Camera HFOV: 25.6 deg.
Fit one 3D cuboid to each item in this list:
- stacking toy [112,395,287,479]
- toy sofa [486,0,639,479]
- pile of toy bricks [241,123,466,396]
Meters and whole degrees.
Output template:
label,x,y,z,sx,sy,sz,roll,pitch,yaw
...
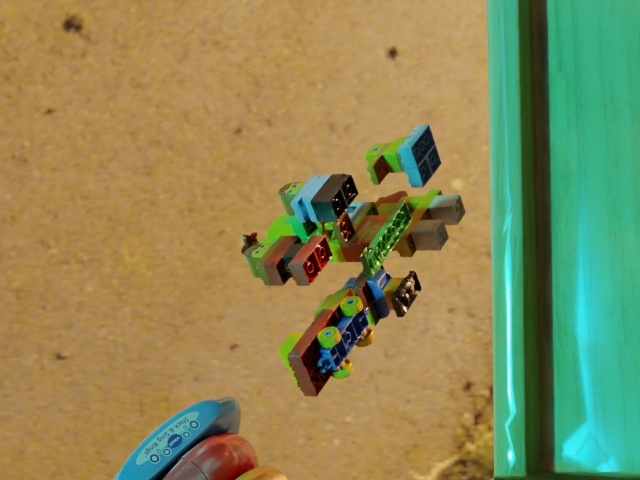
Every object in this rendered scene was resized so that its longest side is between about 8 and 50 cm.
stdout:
label,x,y,z,sx,sy,sz,roll,pitch,yaw
stacking toy,-0.029,0.279,1.117,0.301,0.166,0.175,33,47,21
toy sofa,0.154,-0.060,0.588,0.177,0.150,0.363,7,81,-65
pile of toy bricks,0.000,0.000,0.922,0.212,0.105,0.118,-51,130,-44
